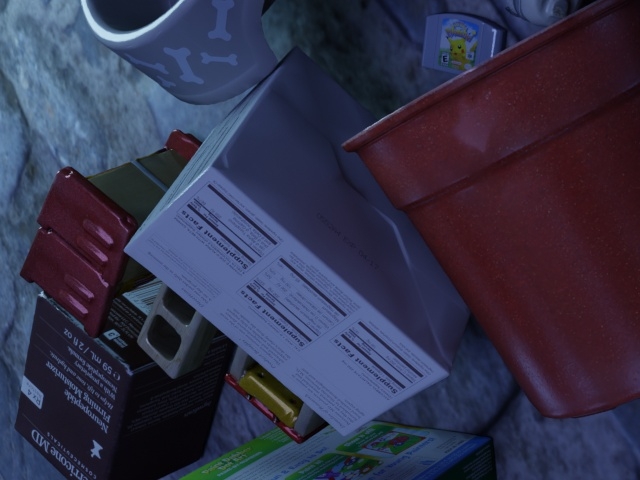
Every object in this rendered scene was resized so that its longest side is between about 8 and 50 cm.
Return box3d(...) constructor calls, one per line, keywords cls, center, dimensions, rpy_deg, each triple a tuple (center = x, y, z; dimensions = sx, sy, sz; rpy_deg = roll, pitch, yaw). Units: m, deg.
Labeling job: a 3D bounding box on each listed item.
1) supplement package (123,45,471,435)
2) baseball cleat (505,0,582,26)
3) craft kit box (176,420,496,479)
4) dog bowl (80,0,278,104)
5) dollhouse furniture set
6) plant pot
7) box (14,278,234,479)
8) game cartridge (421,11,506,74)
box3d(cls="supplement package", center=(0.000, 0.000, 1.064), dimensions=(0.262, 0.204, 0.145), rpy_deg=(42, 131, -12))
box3d(cls="baseball cleat", center=(0.195, -0.280, 0.968), dimensions=(0.109, 0.072, 0.206), rpy_deg=(40, 112, 56))
box3d(cls="craft kit box", center=(0.002, 0.244, 1.164), dimensions=(0.246, 0.250, 0.061), rpy_deg=(5, 107, 40))
box3d(cls="dog bowl", center=(-0.102, -0.305, 1.093), dimensions=(0.349, 0.102, 0.349), rpy_deg=(-22, 60, 44))
box3d(cls="dollhouse furniture set", center=(-0.107, 0.060, 1.249), dimensions=(0.374, 0.201, 0.152), rpy_deg=(39, 124, 18))
box3d(cls="plant pot", center=(0.197, -0.023, 0.928), dimensions=(0.272, 0.272, 0.265), rpy_deg=(-27, 92, 42))
box3d(cls="box", center=(-0.230, 0.162, 1.394), dimensions=(0.168, 0.167, 0.203), rpy_deg=(34, 122, 29))
box3d(cls="game cartridge", center=(0.130, -0.179, 1.090), dimensions=(0.083, 0.017, 0.056), rpy_deg=(18, 110, 36))
